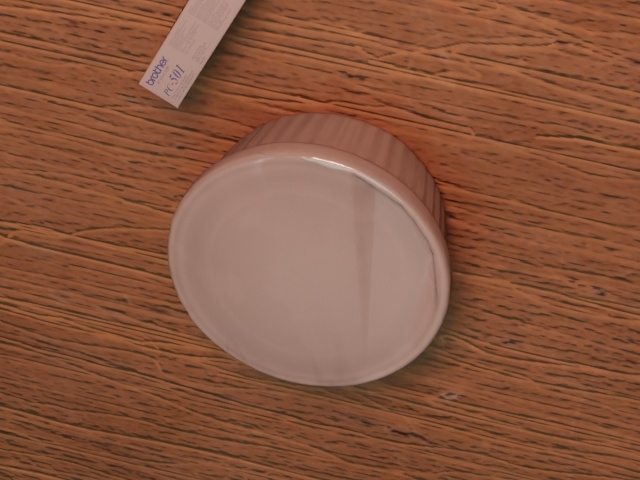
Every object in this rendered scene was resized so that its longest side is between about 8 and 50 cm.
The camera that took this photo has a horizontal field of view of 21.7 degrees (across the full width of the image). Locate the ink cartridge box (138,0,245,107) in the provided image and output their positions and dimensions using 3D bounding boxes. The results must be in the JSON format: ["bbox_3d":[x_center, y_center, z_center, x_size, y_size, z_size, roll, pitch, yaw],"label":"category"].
[{"bbox_3d":[-0.088,-0.224,1.495,0.046,0.097,0.207,32,125,-8],"label":"ink cartridge box"}]

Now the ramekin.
[{"bbox_3d":[0.000,0.000,1.608,0.273,0.127,0.273,7,125,11],"label":"ramekin"}]
